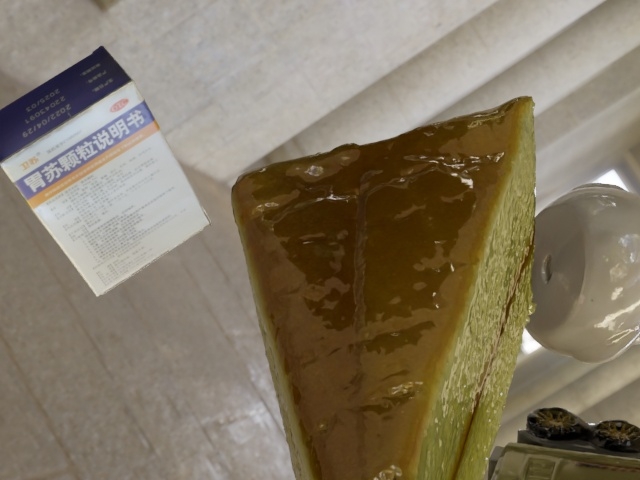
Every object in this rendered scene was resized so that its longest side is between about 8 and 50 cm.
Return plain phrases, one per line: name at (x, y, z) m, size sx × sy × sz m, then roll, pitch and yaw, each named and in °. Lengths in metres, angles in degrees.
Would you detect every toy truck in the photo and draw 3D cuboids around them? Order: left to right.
toy truck at (0.375, 0.327, 1.151) m, size 0.254 × 0.405 × 0.181 m, roll -35°, pitch 128°, yaw -62°

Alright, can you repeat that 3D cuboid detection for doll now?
doll at (0.352, 0.046, 1.225) m, size 0.221 × 0.221 × 0.251 m, roll 59°, pitch -26°, yaw 13°

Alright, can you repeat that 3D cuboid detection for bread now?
bread at (0.084, 0.122, 0.685) m, size 0.233 × 0.244 × 0.362 m, roll 80°, pitch -5°, yaw -45°

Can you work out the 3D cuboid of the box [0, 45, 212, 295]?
box at (-0.303, -0.087, 1.430) m, size 0.106 × 0.200 × 0.299 m, roll 48°, pitch -13°, yaw 41°
